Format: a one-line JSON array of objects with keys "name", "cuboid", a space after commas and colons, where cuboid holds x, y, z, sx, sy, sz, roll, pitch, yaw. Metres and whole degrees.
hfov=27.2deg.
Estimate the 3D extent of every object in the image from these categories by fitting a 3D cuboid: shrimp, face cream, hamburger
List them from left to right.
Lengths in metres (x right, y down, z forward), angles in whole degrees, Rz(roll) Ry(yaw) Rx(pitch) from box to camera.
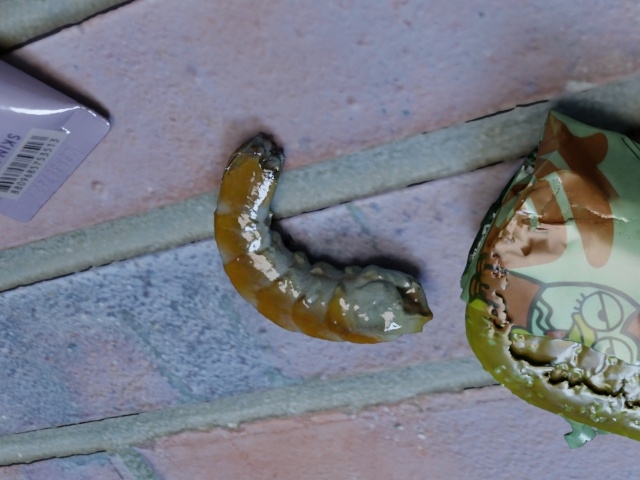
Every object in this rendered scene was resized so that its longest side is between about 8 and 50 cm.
[{"name": "face cream", "cuboid": [-0.302, -0.111, 0.954, 0.274, 0.096, 0.154, 29, 134, -21]}, {"name": "shrimp", "cuboid": [0.000, 0.000, 0.943, 0.161, 0.049, 0.166, 5, 123, 22]}, {"name": "hamburger", "cuboid": [0.187, 0.052, 0.839, 0.214, 0.125, 0.235, 32, 121, 9]}]
